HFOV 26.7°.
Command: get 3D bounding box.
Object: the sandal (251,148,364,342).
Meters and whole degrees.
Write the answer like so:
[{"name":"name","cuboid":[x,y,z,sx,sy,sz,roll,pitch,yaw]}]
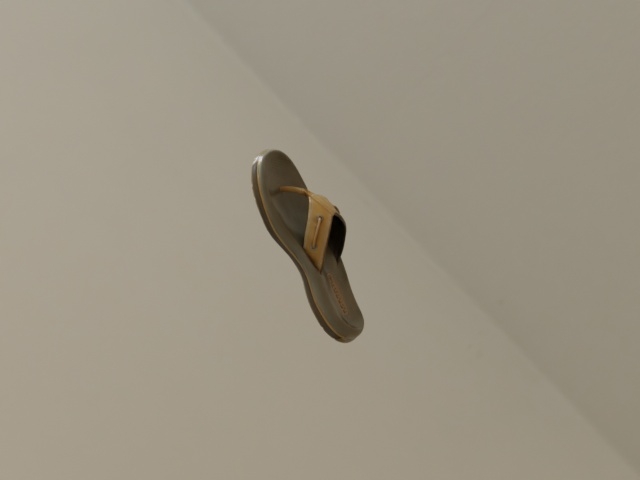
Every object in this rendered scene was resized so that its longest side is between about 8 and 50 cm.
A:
[{"name":"sandal","cuboid":[0.000,0.000,1.146,0.049,0.072,0.180,-25,-87,29]}]
